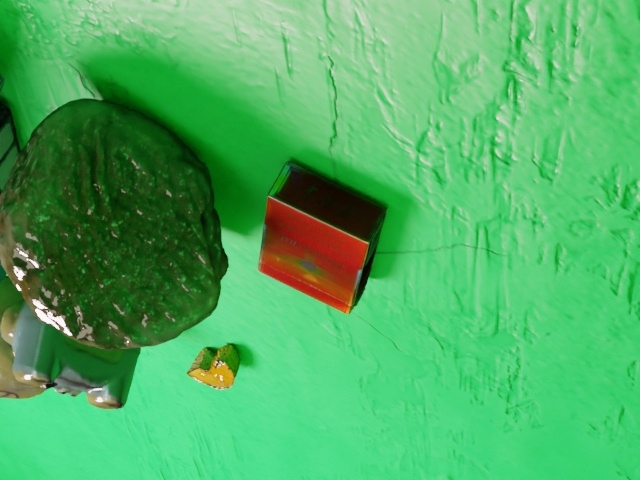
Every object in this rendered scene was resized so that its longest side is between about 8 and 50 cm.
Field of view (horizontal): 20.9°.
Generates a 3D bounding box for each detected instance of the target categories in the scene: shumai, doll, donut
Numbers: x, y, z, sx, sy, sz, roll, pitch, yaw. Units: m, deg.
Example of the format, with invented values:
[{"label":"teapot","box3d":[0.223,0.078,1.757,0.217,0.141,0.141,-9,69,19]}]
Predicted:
[{"label":"shumai","box3d":[-0.223,-0.014,1.778,0.260,0.225,0.222,55,168,-14]},{"label":"doll","box3d":[-0.362,0.123,2.206,0.177,0.161,0.261,22,163,-39]},{"label":"donut","box3d":[-0.130,0.151,2.156,0.067,0.038,0.083,27,150,13]}]

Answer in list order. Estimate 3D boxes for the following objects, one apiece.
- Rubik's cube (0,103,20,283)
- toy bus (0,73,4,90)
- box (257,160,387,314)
[{"label":"Rubik's cube","box3d":[-0.520,-0.029,1.941,0.292,0.287,0.293,24,155,11]},{"label":"toy bus","box3d":[-0.454,-0.176,1.745,0.246,0.113,0.134,33,122,-7]},{"label":"box","box3d":[0.000,-0.001,1.718,0.112,0.048,0.175,26,154,6]}]
